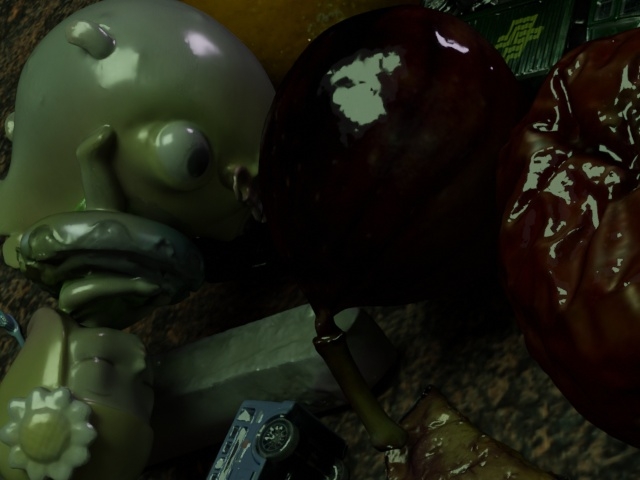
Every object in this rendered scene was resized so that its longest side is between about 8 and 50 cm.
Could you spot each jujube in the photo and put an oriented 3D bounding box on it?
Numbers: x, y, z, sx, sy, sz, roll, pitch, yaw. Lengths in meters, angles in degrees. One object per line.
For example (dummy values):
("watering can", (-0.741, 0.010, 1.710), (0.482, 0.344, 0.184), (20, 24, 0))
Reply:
("jujube", (0.207, -0.002, 0.852), (0.213, 0.213, 0.232), (-27, 48, 26))

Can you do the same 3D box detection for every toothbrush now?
("toothbrush", (-0.254, 0.112, 1.347), (0.013, 0.019, 0.193), (-47, 40, 2))

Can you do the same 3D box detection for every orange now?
("orange", (-0.017, -0.215, 1.256), (0.219, 0.193, 0.219), (-13, 47, 15))

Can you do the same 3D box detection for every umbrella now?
("umbrella", (0.000, 0.000, 1.160), (0.235, 0.059, 0.066), (-6, 16, 37))

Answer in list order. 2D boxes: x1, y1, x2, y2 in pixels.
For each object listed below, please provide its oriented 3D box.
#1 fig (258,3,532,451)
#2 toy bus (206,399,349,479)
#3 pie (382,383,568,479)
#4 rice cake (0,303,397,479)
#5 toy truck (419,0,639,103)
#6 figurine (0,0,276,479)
("fig", (0.030, -0.023, 0.980), (0.186, 0.204, 0.249), (31, 80, 21))
("toy bus", (-0.048, 0.194, 1.031), (0.076, 0.073, 0.167), (3, 59, 44))
("pie", (0.086, 0.150, 0.961), (0.092, 0.034, 0.170), (-46, 31, -12))
("rice cake", (-0.117, 0.130, 1.155), (0.399, 0.070, 0.064), (-21, 41, 32))
("toy truck", (0.153, -0.135, 1.098), (0.259, 0.088, 0.121), (-10, 51, 41))
("figurine", (-0.173, 0.019, 1.107), (0.274, 0.226, 0.394), (-2, 69, 25))
